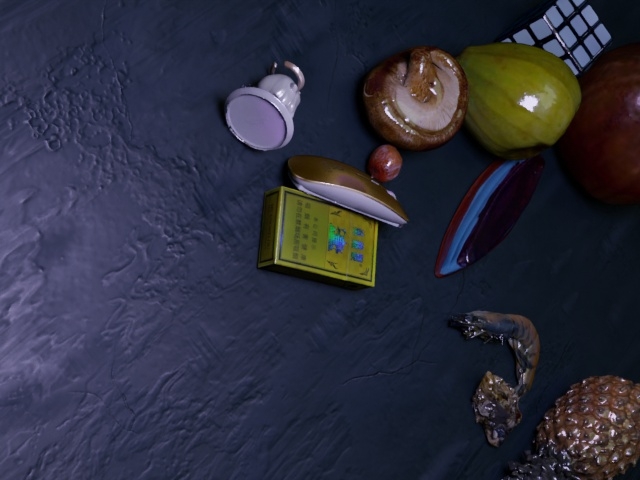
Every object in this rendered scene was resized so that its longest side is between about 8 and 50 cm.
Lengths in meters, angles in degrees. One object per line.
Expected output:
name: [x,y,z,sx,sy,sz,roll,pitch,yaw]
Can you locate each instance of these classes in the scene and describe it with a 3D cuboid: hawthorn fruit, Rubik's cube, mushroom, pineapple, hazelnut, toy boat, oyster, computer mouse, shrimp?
hawthorn fruit: [0.111,-0.134,1.780,0.103,0.067,0.066,-45,108,-26]
Rubik's cube: [0.511,-0.435,2.064,0.163,0.162,0.160,52,56,-8]
mushroom: [0.177,-0.268,1.817,0.231,0.138,0.194,-25,104,-27]
pineapple: [0.503,0.425,1.891,0.362,0.202,0.202,-30,99,-29]
hazelnut: [0.727,-0.269,2.058,0.421,0.421,0.352,12,58,-35]
toy boat: [0.357,-0.057,1.946,0.136,0.079,0.392,52,53,-15]
oyster: [0.350,0.327,1.857,0.103,0.051,0.148,-35,103,-12]
computer mouse: [0.055,-0.095,1.689,0.245,0.126,0.056,21,112,-23]
shrimp: [0.354,0.238,1.897,0.262,0.051,0.198,15,73,-37]

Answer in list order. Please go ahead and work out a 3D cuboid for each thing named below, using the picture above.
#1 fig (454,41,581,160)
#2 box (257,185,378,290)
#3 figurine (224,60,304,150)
fig: [0.382,-0.295,1.905,0.271,0.239,0.239,36,61,-9]
box: [0.000,0.000,1.670,0.220,0.064,0.140,13,72,-32]
figurine: [-0.082,-0.249,1.633,0.132,0.132,0.153,48,45,-20]
